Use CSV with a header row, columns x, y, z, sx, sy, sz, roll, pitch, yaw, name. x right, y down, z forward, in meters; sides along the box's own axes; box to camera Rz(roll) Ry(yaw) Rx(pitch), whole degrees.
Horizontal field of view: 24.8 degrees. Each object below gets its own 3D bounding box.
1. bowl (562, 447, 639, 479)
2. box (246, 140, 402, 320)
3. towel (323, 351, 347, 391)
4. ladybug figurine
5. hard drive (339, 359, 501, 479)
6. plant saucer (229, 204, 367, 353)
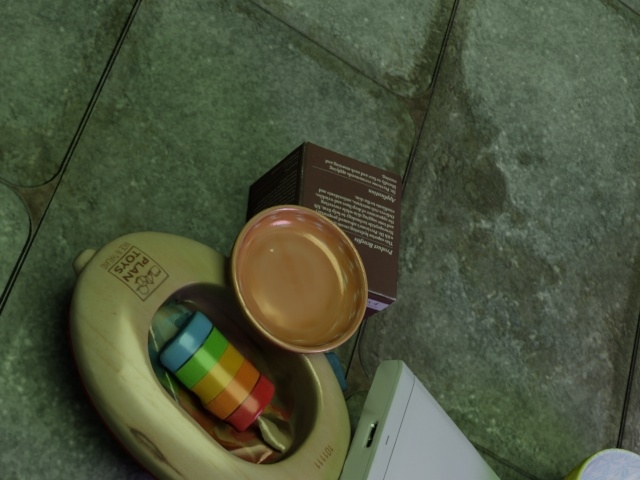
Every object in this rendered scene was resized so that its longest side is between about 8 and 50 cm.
x,y,z,sx,sy,sz,roll,pitch,yaw,name
0.415,0.463,2.126,0.289,0.156,0.289,24,50,-31,bowl
0.000,0.000,2.057,0.168,0.167,0.203,20,60,-26,box
-0.022,0.193,2.044,0.119,0.029,0.067,-5,73,-35,towel
-0.157,0.182,1.872,0.449,0.162,0.305,48,50,-7,ladybug figurine
0.149,0.358,1.983,0.353,0.047,0.233,51,46,-38,hard drive
-0.032,0.053,1.884,0.200,0.037,0.200,12,65,-27,plant saucer
